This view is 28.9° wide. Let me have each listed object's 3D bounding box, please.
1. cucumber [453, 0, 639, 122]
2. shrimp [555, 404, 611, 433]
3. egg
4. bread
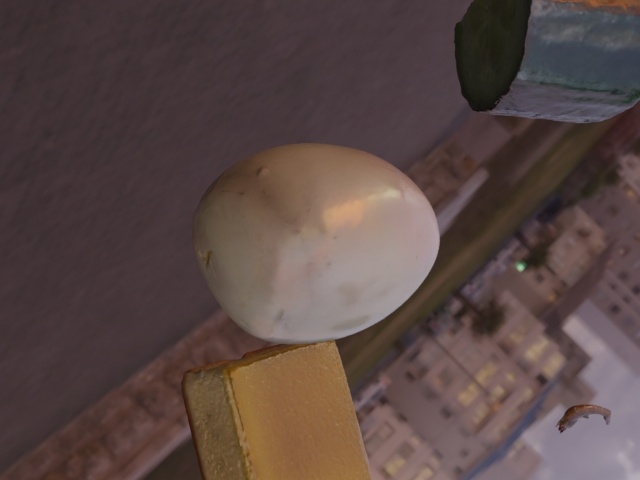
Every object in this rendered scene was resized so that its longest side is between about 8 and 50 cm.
[{"bbox_3d":[0.199,-0.183,1.067,0.130,0.191,0.191,5,154,-16],"label":"cucumber"},{"bbox_3d":[0.441,0.301,2.078,0.114,0.083,0.023,118,-23,-56],"label":"shrimp"},{"bbox_3d":[0.000,0.000,1.737,0.345,0.283,0.283,-10,161,-18],"label":"egg"},{"bbox_3d":[-0.071,0.357,2.235,0.143,0.333,0.324,-18,174,40],"label":"bread"}]
